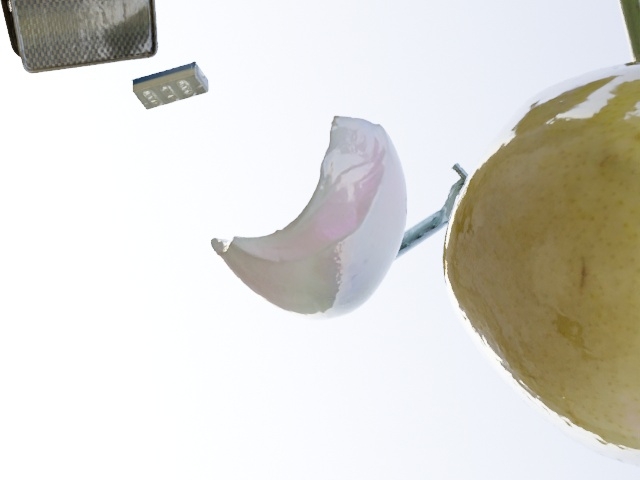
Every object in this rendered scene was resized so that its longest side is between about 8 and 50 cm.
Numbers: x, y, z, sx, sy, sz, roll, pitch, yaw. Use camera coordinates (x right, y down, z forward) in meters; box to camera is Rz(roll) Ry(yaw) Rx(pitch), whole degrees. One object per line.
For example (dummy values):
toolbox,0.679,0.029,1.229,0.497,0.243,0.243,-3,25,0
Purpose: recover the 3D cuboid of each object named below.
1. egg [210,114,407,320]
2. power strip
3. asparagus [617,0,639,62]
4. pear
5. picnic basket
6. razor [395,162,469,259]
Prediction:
egg,0.015,0.006,1.124,0.206,0.271,0.161,43,16,-43
power strip,-0.251,-0.260,1.519,0.056,0.123,0.032,58,22,-56
asparagus,0.507,-0.392,1.453,0.060,0.067,0.277,24,-33,54
pear,0.242,0.011,0.671,0.309,0.309,0.309,32,-53,55
picnic basket,-0.417,-0.404,1.577,0.139,0.267,0.165,-124,-151,-48
razor,0.155,-0.013,1.418,0.111,0.278,0.056,51,-25,12
